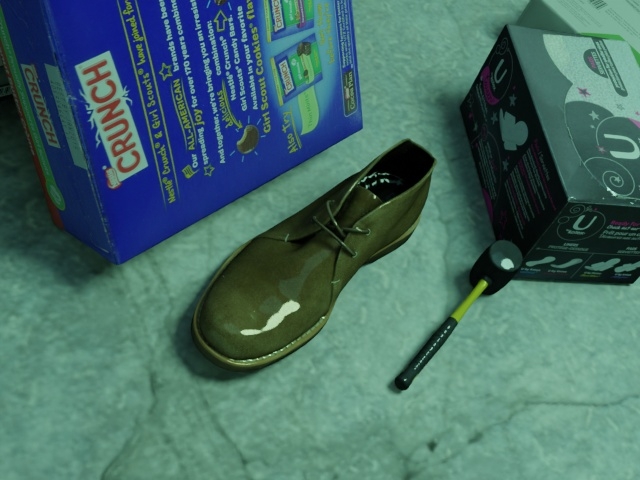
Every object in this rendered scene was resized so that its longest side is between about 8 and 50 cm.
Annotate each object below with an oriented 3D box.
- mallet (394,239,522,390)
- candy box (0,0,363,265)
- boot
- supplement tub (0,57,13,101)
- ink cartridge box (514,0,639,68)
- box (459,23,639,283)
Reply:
[{"bbox_3d":[0.133,0.069,0.888,0.039,0.062,0.190,39,53,9],"label":"mallet"},{"bbox_3d":[-0.117,-0.173,0.842,0.122,0.268,0.317,23,43,39],"label":"candy box"},{"bbox_3d":[0.000,0.000,0.861,0.112,0.115,0.305,42,54,11],"label":"boot"},{"bbox_3d":[-0.294,-0.234,0.877,0.316,0.193,0.193,-24,66,-31],"label":"supplement tub"},{"bbox_3d":[0.376,-0.266,1.195,0.219,0.092,0.160,-29,69,-33],"label":"ink cartridge box"},{"bbox_3d":[0.273,-0.095,1.004,0.163,0.142,0.247,3,55,-17],"label":"box"}]
